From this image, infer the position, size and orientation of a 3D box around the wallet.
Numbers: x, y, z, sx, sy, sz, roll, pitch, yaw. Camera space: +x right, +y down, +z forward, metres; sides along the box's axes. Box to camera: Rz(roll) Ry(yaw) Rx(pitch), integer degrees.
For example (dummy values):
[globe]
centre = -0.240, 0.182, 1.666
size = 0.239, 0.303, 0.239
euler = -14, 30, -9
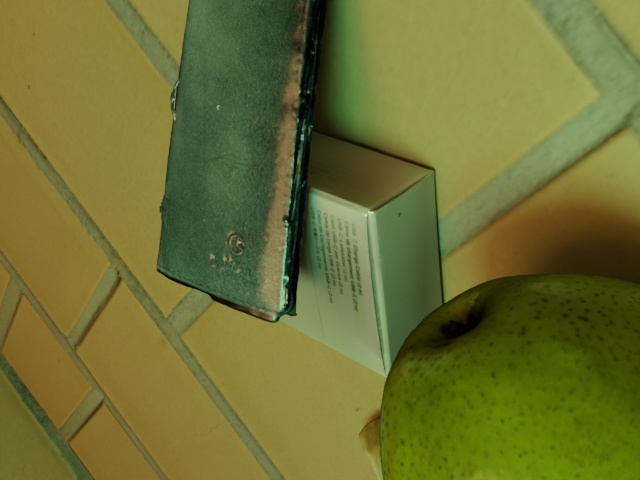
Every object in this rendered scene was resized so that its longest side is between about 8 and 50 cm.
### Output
[wallet]
centre = -0.077, -0.123, 0.898
size = 0.191, 0.046, 0.378
euler = 19, 108, 40

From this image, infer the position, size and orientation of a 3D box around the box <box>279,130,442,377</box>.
[box]
centre = 0.000, 0.000, 0.989
size = 0.252, 0.106, 0.203
euler = 24, 134, 40

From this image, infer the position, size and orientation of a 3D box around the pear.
[pear]
centre = 0.187, 0.161, 0.737
size = 0.294, 0.294, 0.294
euler = 33, 141, 31

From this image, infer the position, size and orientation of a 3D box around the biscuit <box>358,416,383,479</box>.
[biscuit]
centre = 0.147, 0.331, 1.086
size = 0.308, 0.040, 0.204
euler = 67, 150, 22
